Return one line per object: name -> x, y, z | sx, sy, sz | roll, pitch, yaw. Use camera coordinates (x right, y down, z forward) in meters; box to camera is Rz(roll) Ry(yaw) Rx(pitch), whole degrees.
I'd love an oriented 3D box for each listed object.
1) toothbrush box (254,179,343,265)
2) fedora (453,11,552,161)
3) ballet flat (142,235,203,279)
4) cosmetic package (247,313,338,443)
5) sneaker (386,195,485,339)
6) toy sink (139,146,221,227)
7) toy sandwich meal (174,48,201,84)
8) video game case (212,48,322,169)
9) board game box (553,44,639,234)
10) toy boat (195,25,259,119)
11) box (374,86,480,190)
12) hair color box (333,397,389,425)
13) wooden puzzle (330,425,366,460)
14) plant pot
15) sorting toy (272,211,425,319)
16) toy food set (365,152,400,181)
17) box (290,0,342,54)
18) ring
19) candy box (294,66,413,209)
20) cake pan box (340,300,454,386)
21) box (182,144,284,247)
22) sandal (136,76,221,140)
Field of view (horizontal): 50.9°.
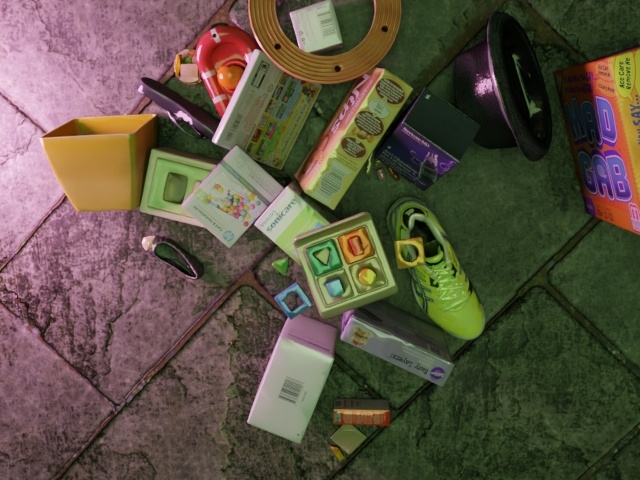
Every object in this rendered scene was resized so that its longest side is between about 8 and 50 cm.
toothbrush box -> 0.000, 0.000, 1.566 | 0.283, 0.206, 0.122 | 40, 99, -3
fedora -> 0.391, -0.325, 1.496 | 0.152, 0.334, 0.334 | -14, 100, 36
ballet flat -> -0.365, 0.040, 1.669 | 0.173, 0.049, 0.058 | 30, 99, -3
cosmetic package -> -0.061, 0.319, 1.613 | 0.138, 0.225, 0.224 | 22, 100, 1
sneaker -> 0.271, 0.080, 1.598 | 0.145, 0.147, 0.385 | -32, 98, 6
toy sink -> -0.289, -0.120, 1.597 | 0.234, 0.131, 0.153 | 15, 100, -1
toy sandwich meal -> -0.313, -0.413, 1.600 | 0.085, 0.029, 0.086 | 0, 100, 3
video game case -> -0.119, -0.294, 1.547 | 0.206, 0.026, 0.227 | 17, 103, -45
board game box -> 0.753, -0.247, 1.412 | 0.356, 0.356, 0.357 | -16, 99, 6
toy boat -> -0.198, -0.377, 1.539 | 0.150, 0.151, 0.231 | -23, 98, 6
box -> 0.234, -0.222, 1.508 | 0.153, 0.207, 0.108 | 34, 72, -2
hair color box -> 0.103, 0.434, 1.703 | 0.141, 0.072, 0.043 | 1, 100, 3
wooden puzzle -> 0.072, 0.513, 1.748 | 0.116, 0.014, 0.078 | -41, 100, 9
plant pot -> -0.494, -0.178, 1.570 | 0.212, 0.212, 0.187 | -3, 112, 3
sorting toy -> 0.056, 0.057, 1.445 | 0.347, 0.047, 0.196 | -21, 98, 5
toy food set -> 0.172, -0.177, 1.624 | 0.122, 0.019, 0.078 | 10, 100, -7
box -> -0.008, -0.483, 1.545 | 0.101, 0.087, 0.101 | -15, 98, 6
ring -> 0.010, -0.509, 1.475 | 0.336, 0.032, 0.337 | 0, 88, -6
candy box -> 0.067, -0.240, 1.528 | 0.087, 0.183, 0.317 | 31, 100, -18
cake pan box -> 0.180, 0.220, 1.576 | 0.266, 0.246, 0.070 | 25, 104, -3
box -> -0.198, -0.100, 1.520 | 0.145, 0.038, 0.186 | 43, 93, -15
sandal -> -0.325, -0.297, 1.596 | 0.254, 0.097, 0.055 | 35, 112, 7
